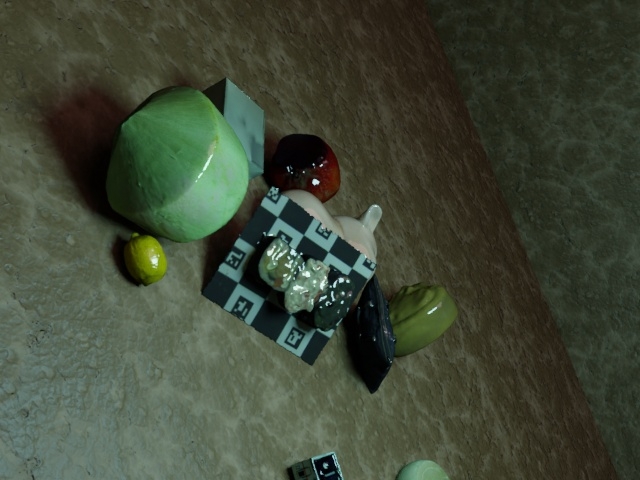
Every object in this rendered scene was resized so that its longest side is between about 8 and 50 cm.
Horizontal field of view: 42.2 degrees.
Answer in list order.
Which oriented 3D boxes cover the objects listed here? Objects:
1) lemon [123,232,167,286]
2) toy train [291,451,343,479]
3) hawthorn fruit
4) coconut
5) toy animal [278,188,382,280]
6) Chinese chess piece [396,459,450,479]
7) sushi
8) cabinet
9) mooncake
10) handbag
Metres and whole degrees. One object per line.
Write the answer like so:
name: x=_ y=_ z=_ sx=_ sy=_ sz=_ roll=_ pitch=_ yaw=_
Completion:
lemon: x=-0.350 y=0.034 z=1.656 sx=0.082 sy=0.082 sz=0.111 roll=-16 pitch=86 yaw=-58
toy train: x=0.038 y=0.655 z=1.731 sx=0.086 sy=0.088 sz=0.407 roll=3 pitch=64 yaw=-53
hawthorn fruit: x=-0.031 y=-0.179 z=2.206 sx=0.251 sy=0.189 sz=0.190 roll=29 pitch=40 yaw=-71
coconut: x=-0.298 y=-0.160 z=1.691 sx=0.328 sy=0.281 sz=0.329 roll=-24 pitch=118 yaw=-57
toy animal: x=0.000 y=0.000 z=2.088 sx=0.326 sy=0.237 sz=0.269 roll=53 pitch=50 yaw=-14
Chinese chess piece: x=0.267 y=0.646 z=2.079 sx=0.188 sy=0.083 sz=0.189 roll=33 pitch=41 yaw=-35
sushi: x=-0.035 y=0.099 z=1.879 sx=0.373 sy=0.100 sz=0.296 roll=38 pitch=81 yaw=-34
cabinet: x=-0.234 y=-0.245 z=1.971 sx=0.145 sy=0.150 sz=0.206 roll=38 pitch=38 yaw=-40
mooncake: x=0.246 y=0.211 z=2.264 sx=0.117 sy=0.234 sz=0.235 roll=56 pitch=32 yaw=-17
handbag: x=0.135 y=0.237 z=2.118 sx=0.088 sy=0.211 sz=0.255 roll=-1 pitch=62 yaw=-12
